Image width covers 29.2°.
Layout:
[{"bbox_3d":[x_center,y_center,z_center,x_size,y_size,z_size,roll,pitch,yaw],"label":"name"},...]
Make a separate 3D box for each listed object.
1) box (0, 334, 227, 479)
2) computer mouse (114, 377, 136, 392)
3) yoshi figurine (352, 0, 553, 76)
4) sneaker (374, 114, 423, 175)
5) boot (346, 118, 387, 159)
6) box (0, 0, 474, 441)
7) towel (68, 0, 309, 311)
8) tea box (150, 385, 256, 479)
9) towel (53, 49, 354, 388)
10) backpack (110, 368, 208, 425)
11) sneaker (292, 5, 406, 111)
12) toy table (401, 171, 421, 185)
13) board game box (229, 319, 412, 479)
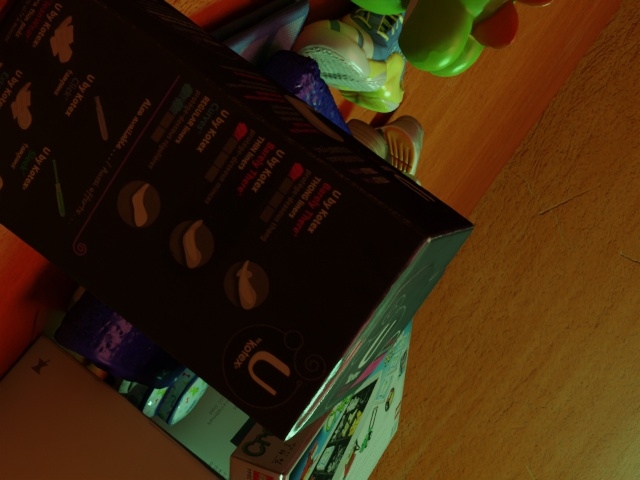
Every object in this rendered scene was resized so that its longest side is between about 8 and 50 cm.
[{"bbox_3d":[-0.177,0.261,1.151,0.168,0.215,0.345,-51,156,-11],"label":"box"},{"bbox_3d":[-0.164,0.079,1.279,0.193,0.042,0.106,-51,175,-41],"label":"computer mouse"},{"bbox_3d":[0.111,-0.319,0.982,0.203,0.204,0.362,34,-76,61],"label":"yoshi figurine"},{"bbox_3d":[0.077,-0.061,1.716,0.262,0.099,0.121,-59,172,33],"label":"sneaker"},{"bbox_3d":[0.000,0.000,1.522,0.220,0.109,0.283,-51,167,-18],"label":"boot"},{"bbox_3d":[-0.066,-0.028,0.736,0.143,0.270,0.165,-56,168,12],"label":"box"},{"bbox_3d":[-0.115,-0.069,1.036,0.209,0.034,0.285,-41,163,-49],"label":"towel"},{"bbox_3d":[-0.150,0.299,1.544,0.329,0.220,0.323,-49,167,-21],"label":"tea box"},{"bbox_3d":[-0.083,-0.007,1.066,0.308,0.076,0.227,-53,169,-2],"label":"towel"},{"bbox_3d":[-0.171,0.150,1.352,0.105,0.084,0.114,-60,165,20],"label":"backpack"},{"bbox_3d":[0.040,-0.205,1.185,0.240,0.091,0.126,20,88,-78],"label":"sneaker"},{"bbox_3d":[-0.018,0.030,1.272,0.252,0.161,0.274,-4,116,-69],"label":"toy table"},{"bbox_3d":[0.005,0.185,1.131,0.305,0.053,0.193,-49,150,-52],"label":"board game box"}]
